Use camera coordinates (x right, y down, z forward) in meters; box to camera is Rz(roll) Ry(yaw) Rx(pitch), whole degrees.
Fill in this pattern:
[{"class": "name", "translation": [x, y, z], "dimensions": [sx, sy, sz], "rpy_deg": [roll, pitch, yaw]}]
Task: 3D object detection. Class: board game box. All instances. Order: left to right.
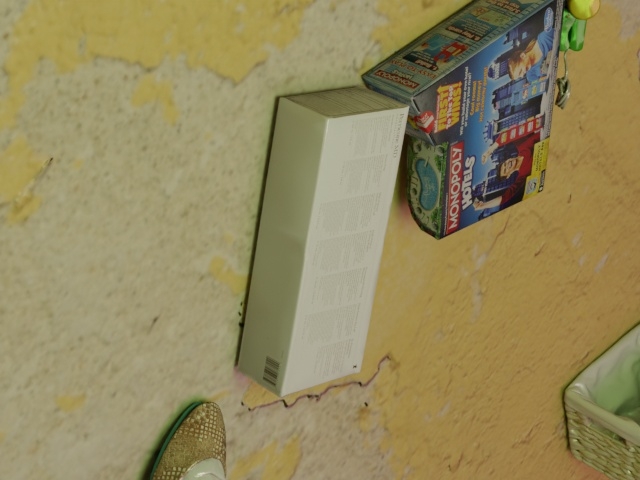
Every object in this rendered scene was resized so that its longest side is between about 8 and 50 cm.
[{"class": "board game box", "translation": [0.118, -0.109, 1.488], "dimensions": [0.194, 0.060, 0.194], "rpy_deg": [-22, 127, -39]}]

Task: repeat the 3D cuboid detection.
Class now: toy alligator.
[{"class": "toy alligator", "translation": [0.217, -0.211, 1.556], "dimensions": [0.051, 0.056, 0.190], "rpy_deg": [11, 108, -8]}]

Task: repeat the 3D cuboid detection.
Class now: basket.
[{"class": "basket", "translation": [0.354, 0.178, 1.887], "dimensions": [0.167, 0.113, 0.103], "rpy_deg": [-36, 137, -31]}]

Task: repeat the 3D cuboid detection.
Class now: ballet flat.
[{"class": "ballet flat", "translation": [-0.115, 0.232, 1.404], "dimensions": [0.073, 0.067, 0.206], "rpy_deg": [23, 92, -52]}]

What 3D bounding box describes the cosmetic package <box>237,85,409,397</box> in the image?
[{"class": "cosmetic package", "translation": [0.000, 0.000, 1.411], "dimensions": [0.099, 0.060, 0.239], "rpy_deg": [-11, 119, -44]}]
